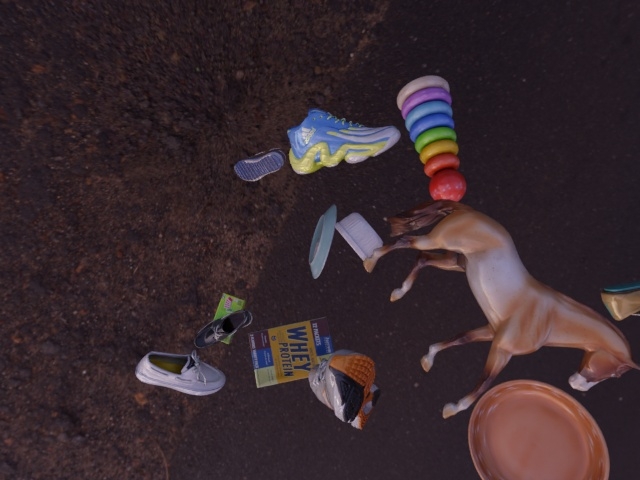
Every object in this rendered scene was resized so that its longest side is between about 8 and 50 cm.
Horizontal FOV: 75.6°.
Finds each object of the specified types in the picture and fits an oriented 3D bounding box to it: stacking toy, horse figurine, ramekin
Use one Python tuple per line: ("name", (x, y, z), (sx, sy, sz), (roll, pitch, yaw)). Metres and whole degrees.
("stacking toy", (0.296, -0.250, 1.066), (0.141, 0.141, 0.330), (-5, 72, -11))
("horse figurine", (0.156, 0.048, 0.425), (0.175, 0.263, 0.066), (-34, 151, 17))
("ramekin", (0.160, -0.018, 1.667), (0.109, 0.207, 0.207), (-40, 110, 2))

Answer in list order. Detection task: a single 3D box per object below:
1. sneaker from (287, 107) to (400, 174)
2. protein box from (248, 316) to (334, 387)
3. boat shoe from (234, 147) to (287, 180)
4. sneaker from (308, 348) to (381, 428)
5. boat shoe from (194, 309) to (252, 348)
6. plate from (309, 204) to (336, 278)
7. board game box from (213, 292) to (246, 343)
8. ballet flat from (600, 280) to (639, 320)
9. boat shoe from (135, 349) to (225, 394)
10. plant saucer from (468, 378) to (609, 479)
("sneaker", (0.036, -0.220, 0.846), (0.240, 0.091, 0.126), (-14, 111, 17))
("protein box", (-0.065, 0.290, 1.103), (0.201, 0.200, 0.135), (-12, 80, 0))
("boat shoe", (-0.163, -0.215, 1.159), (0.066, 0.183, 0.066), (-53, 127, -41))
("sneaker", (0.024, 0.242, 0.697), (0.099, 0.121, 0.262), (-55, 152, -25))
("boat shoe", (-0.368, 0.324, 1.523), (0.233, 0.079, 0.084), (-28, 82, -2))
("plate", (0.000, 0.000, 1.007), (0.024, 0.188, 0.188), (16, 102, -10))
("board game box", (-0.374, 0.310, 1.652), (0.092, 0.043, 0.181), (19, 86, 4))
("ballet flat", (0.678, 0.101, 0.806), (0.232, 0.080, 0.073), (-16, 88, 12))
("boat shoe", (-0.536, 0.513, 1.669), (0.367, 0.135, 0.156), (24, 121, -26))
("plant saucer", (0.342, 0.328, 0.660), (0.037, 0.200, 0.200), (29, 99, -49))
